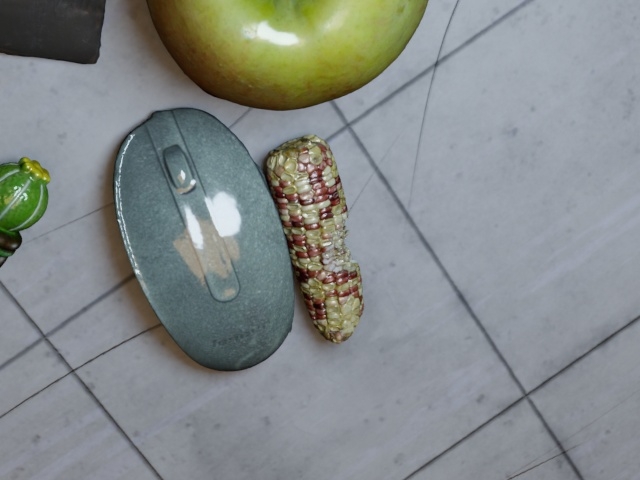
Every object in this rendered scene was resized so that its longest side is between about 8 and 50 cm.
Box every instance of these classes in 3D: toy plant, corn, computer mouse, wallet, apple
[{"bbox_3d":[-0.405,-0.033,1.649,0.093,0.093,0.162,39,96,-20],"label":"toy plant"},{"bbox_3d":[0.000,0.000,1.740,0.098,0.098,0.290,-18,109,-6],"label":"corn"},{"bbox_3d":[-0.144,0.010,1.706,0.203,0.114,0.374,-23,109,-3],"label":"computer mouse"},{"bbox_3d":[-0.415,-0.301,1.574,0.309,0.042,0.165,7,125,-12],"label":"wallet"},{"bbox_3d":[-0.039,-0.305,1.528,0.338,0.305,0.339,-4,110,-11],"label":"apple"}]
